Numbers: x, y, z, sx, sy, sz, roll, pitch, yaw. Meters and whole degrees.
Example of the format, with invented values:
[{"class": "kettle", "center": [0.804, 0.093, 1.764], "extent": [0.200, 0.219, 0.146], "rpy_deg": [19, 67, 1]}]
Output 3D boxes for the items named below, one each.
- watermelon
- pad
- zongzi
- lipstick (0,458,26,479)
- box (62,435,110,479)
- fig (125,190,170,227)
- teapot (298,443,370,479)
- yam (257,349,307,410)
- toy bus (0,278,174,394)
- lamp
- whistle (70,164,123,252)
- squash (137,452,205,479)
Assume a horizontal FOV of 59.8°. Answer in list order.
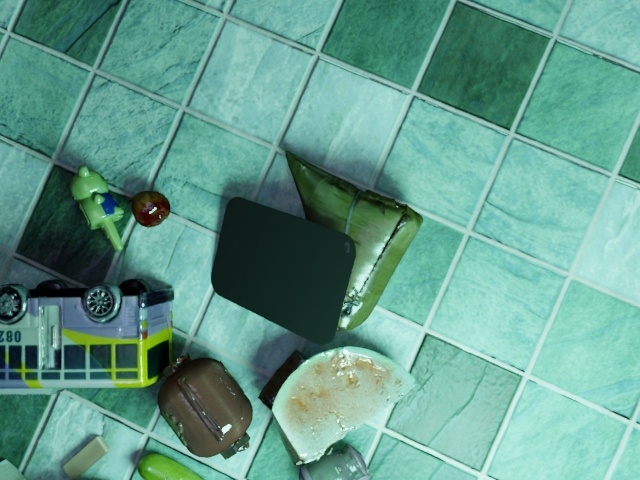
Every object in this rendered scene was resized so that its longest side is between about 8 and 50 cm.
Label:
[{"class": "watermelon", "center": [0.049, 0.348, 1.206], "extent": [0.305, 0.180, 0.224], "rpy_deg": [-28, 125, -20]}, {"class": "pad", "center": [-0.089, 0.090, 1.255], "extent": [0.375, 0.063, 0.315], "rpy_deg": [21, 101, 33]}, {"class": "zongzi", "center": [0.000, 0.000, 1.254], "extent": [0.360, 0.160, 0.323], "rpy_deg": [31, 91, 15]}, {"class": "lipstick", "center": [-0.775, 0.574, 1.172], "extent": [0.079, 0.371, 0.076], "rpy_deg": [40, 91, 5]}, {"class": "box", "center": [-0.559, 0.520, 1.332], "extent": [0.115, 0.025, 0.048], "rpy_deg": [-42, 80, 1]}, {"class": "fig", "center": [-0.420, -0.089, 1.330], "extent": [0.125, 0.089, 0.089], "rpy_deg": [36, 91, 28]}, {"class": "teapot", "center": [0.042, 0.536, 1.243], "extent": [0.146, 0.116, 0.148], "rpy_deg": [-32, 81, -8]}, {"class": "yam", "center": [-0.074, 0.327, 1.278], "extent": [0.079, 0.079, 0.141], "rpy_deg": [38, 88, 5]}, {"class": "toy bus", "center": [-0.573, 0.216, 1.258], "extent": [0.439, 0.209, 0.250], "rpy_deg": [-1, 89, 3]}, {"class": "lamp", "center": [-0.253, 0.372, 1.238], "extent": [0.180, 0.180, 0.258], "rpy_deg": [-39, 84, 2]}, {"class": "whistle", "center": [-0.524, -0.077, 1.324], "extent": [0.085, 0.105, 0.227], "rpy_deg": [-27, 86, -27]}, {"class": "squash", "center": [-0.333, 0.554, 1.292], "extent": [0.201, 0.066, 0.066], "rpy_deg": [25, 89, 5]}]
